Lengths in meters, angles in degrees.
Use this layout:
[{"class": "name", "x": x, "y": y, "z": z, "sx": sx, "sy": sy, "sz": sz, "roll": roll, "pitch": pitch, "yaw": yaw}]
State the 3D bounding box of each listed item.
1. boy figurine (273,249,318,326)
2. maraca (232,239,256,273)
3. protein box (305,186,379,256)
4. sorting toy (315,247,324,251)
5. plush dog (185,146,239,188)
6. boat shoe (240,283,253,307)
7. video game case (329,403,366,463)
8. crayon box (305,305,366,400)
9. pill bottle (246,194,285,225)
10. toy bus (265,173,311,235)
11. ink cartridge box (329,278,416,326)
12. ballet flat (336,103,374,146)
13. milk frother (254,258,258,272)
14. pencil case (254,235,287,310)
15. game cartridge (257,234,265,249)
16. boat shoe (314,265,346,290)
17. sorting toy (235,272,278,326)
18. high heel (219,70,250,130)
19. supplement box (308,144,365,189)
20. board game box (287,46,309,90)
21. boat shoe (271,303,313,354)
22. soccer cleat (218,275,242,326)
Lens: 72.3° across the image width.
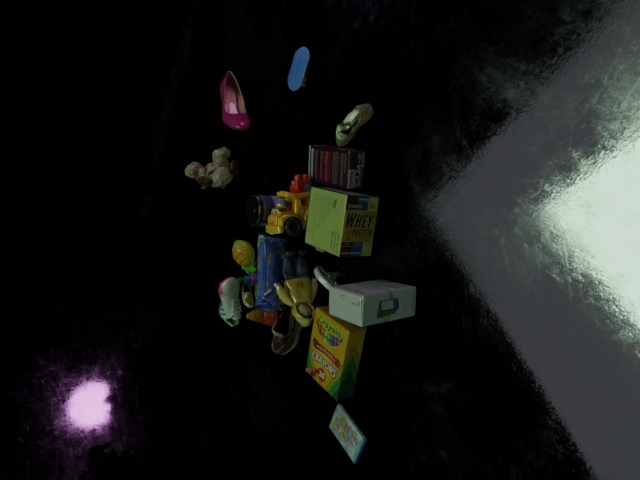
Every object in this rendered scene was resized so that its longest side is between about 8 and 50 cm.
[{"class": "boy figurine", "x": -0.088, "y": 0.183, "z": 1.652, "sx": 0.092, "sy": 0.178, "sz": 0.284, "roll": 140, "pitch": 126, "yaw": -58}, {"class": "maraca", "x": -0.363, "y": 0.081, "z": 2.111, "sx": 0.127, "sy": 0.099, "sz": 0.185, "roll": 6, "pitch": 120, "yaw": 44}, {"class": "protein box", "x": 0.068, "y": -0.066, "z": 1.463, "sx": 0.201, "sy": 0.136, "sz": 0.199, "roll": 21, "pitch": 108, "yaw": 53}, {"class": "sorting toy", "x": 0.000, "y": 0.000, "z": 1.666, "sx": 0.062, "sy": 0.012, "sz": 0.083, "roll": 19, "pitch": 110, "yaw": 58}, {"class": "plush dog", "x": -0.536, "y": -0.338, "z": 2.261, "sx": 0.225, "sy": 0.263, "sz": 0.210, "roll": 34, "pitch": 152, "yaw": 59}, {"class": "boat shoe", "x": -0.358, "y": 0.267, "z": 2.146, "sx": 0.135, "sy": 0.050, "sz": 0.045, "roll": 59, "pitch": 141, "yaw": 34}, {"class": "video game case", "x": 0.094, "y": 0.686, "z": 1.560, "sx": 0.166, "sy": 0.015, "sz": 0.119, "roll": 43, "pitch": 124, "yaw": 45}, {"class": "crayon box", "x": 0.052, "y": 0.370, "z": 1.551, "sx": 0.202, "sy": 0.081, "sz": 0.318, "roll": 27, "pitch": 112, "yaw": 52}, {"class": "pill bottle", "x": -0.169, "y": -0.116, "z": 1.720, "sx": 0.123, "sy": 0.219, "sz": 0.122, "roll": 2, "pitch": 93, "yaw": 54}, {"class": "toy bus", "x": -0.092, "y": -0.129, "z": 1.583, "sx": 0.150, "sy": 0.221, "sz": 0.211, "roll": 11, "pitch": 112, "yaw": 59}, {"class": "ink cartridge box", "x": 0.152, "y": 0.177, "z": 1.289, "sx": 0.154, "sy": 0.213, "sz": 0.093, "roll": 9, "pitch": 99, "yaw": 54}, {"class": "ballet flat", "x": 0.094, "y": -0.388, "z": 1.471, "sx": 0.206, "sy": 0.067, "sz": 0.073, "roll": -43, "pitch": 62, "yaw": 48}, {"class": "milk frother", "x": -0.189, "y": 0.130, "z": 1.875, "sx": 0.143, "sy": 0.129, "sz": 0.134, "roll": 11, "pitch": 140, "yaw": 26}, {"class": "pencil case", "x": -0.196, "y": 0.130, "z": 1.728, "sx": 0.133, "sy": 0.120, "sz": 0.305, "roll": 60, "pitch": -151, "yaw": -68}, {"class": "game cartridge", "x": -0.276, "y": 0.016, "z": 2.052, "sx": 0.056, "sy": 0.017, "sz": 0.083, "roll": 15, "pitch": 103, "yaw": 57}, {"class": "boat shoe", "x": 0.060, "y": 0.147, "z": 1.542, "sx": 0.076, "sy": 0.080, "sz": 0.228, "roll": -55, "pitch": 42, "yaw": 12}, {"class": "sorting toy", "x": -0.303, "y": 0.258, "z": 1.961, "sx": 0.365, "sy": 0.126, "sz": 0.126, "roll": -130, "pitch": 45, "yaw": -52}, {"class": "high heel", "x": -0.420, "y": -0.674, "z": 2.121, "sx": 0.377, "sy": 0.127, "sz": 0.181, "roll": 54, "pitch": 143, "yaw": 43}, {"class": "supplement box", "x": 0.052, "y": -0.259, "z": 1.525, "sx": 0.239, "sy": 0.073, "sz": 0.130, "roll": 25, "pitch": 118, "yaw": 52}, {"class": "board game box", "x": -0.076, "y": -0.674, "z": 1.732, "sx": 0.133, "sy": 0.033, "sz": 0.168, "roll": 45, "pitch": 121, "yaw": 50}, {"class": "boat shoe", "x": -0.148, "y": 0.356, "z": 1.792, "sx": 0.342, "sy": 0.123, "sz": 0.123, "roll": -57, "pitch": 48, "yaw": 38}, {"class": "soccer cleat", "x": -0.438, "y": 0.311, "z": 2.196, "sx": 0.143, "sy": 0.116, "sz": 0.331, "roll": 48, "pitch": 146, "yaw": 24}]
